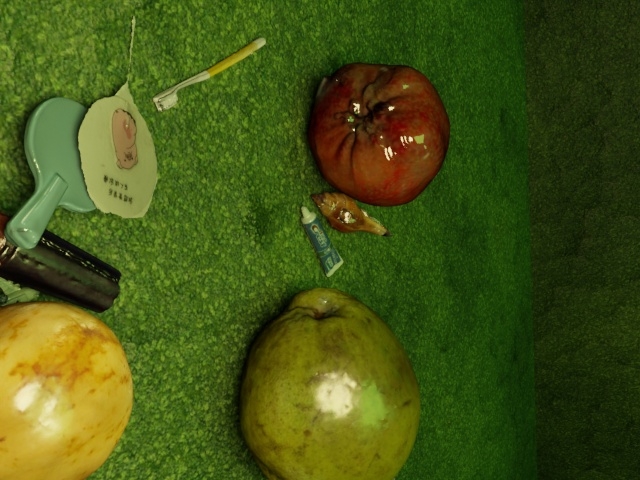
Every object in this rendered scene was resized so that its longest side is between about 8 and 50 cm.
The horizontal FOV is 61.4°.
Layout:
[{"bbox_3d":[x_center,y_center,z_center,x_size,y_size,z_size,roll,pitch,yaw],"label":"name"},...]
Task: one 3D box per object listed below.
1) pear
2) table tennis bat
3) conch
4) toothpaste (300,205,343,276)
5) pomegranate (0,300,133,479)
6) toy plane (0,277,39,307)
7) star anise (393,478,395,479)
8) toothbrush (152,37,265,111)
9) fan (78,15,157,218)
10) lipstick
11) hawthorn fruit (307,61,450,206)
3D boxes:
[{"bbox_3d":[0.023,0.302,1.013,0.352,0.352,0.413,-25,110,-50],"label":"pear"},{"bbox_3d":[-0.327,-0.082,0.678,0.237,0.038,0.149,-85,160,-44],"label":"table tennis bat"},{"bbox_3d":[0.067,-0.050,1.230,0.080,0.086,0.233,-48,139,7],"label":"conch"},{"bbox_3d":[0.000,0.000,1.188,0.057,0.035,0.197,-45,131,-21],"label":"toothpaste"},{"bbox_3d":[-0.329,0.181,0.598,0.248,0.248,0.248,-7,99,-53],"label":"pomegranate"},{"bbox_3d":[-0.388,0.076,0.673,0.083,0.033,0.080,-26,125,-50],"label":"toy plane"},{"bbox_3d":[0.132,0.475,1.190,0.236,0.093,0.229,-54,173,-41],"label":"star anise"},{"bbox_3d":[-0.181,-0.292,0.928,0.288,0.021,0.024,-48,140,-39],"label":"toothbrush"},{"bbox_3d":[-0.279,-0.185,0.779,0.182,0.010,0.310,30,60,-73],"label":"fan"},{"bbox_3d":[-0.406,-0.021,0.605,0.418,0.077,0.077,40,62,-46],"label":"lipstick"},{"bbox_3d":[0.130,-0.218,1.133,0.325,0.308,0.308,-23,112,-60],"label":"hawthorn fruit"}]
